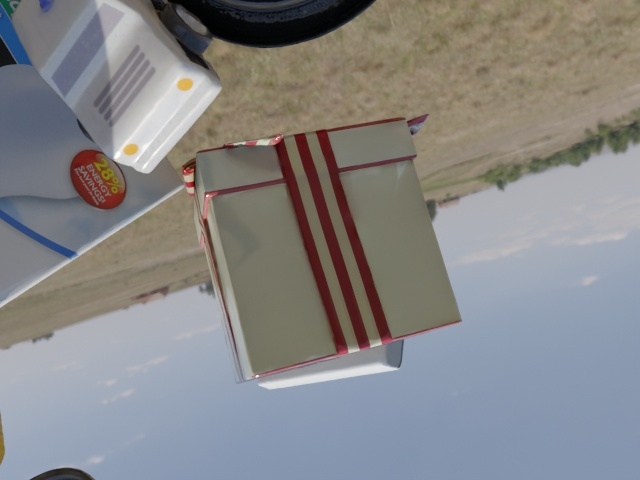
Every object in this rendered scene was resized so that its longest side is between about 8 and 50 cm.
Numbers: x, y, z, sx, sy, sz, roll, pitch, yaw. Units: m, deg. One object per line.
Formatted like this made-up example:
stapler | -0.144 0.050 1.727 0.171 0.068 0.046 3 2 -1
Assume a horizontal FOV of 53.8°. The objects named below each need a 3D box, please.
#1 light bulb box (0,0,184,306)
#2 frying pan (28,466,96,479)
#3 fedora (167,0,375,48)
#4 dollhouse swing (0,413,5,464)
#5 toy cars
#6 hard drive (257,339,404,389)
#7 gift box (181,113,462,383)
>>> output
light bulb box | -0.395 -0.101 0.630 0.225 0.358 0.361 -20 -163 35
frying pan | -0.230 0.249 0.380 0.326 0.053 0.197 -24 -142 30
fedora | -0.042 -0.353 0.631 0.334 0.334 0.152 -17 -160 3
dollhouse swing | -0.642 0.251 0.793 0.315 0.347 0.305 -43 140 13
toy cars | -0.141 -0.241 0.401 0.176 0.394 0.087 0 174 33
hard drive | 0.017 0.132 1.054 0.040 0.203 0.307 30 146 -33
gift box | 0.000 0.000 0.697 0.255 0.258 0.276 -12 167 -20
